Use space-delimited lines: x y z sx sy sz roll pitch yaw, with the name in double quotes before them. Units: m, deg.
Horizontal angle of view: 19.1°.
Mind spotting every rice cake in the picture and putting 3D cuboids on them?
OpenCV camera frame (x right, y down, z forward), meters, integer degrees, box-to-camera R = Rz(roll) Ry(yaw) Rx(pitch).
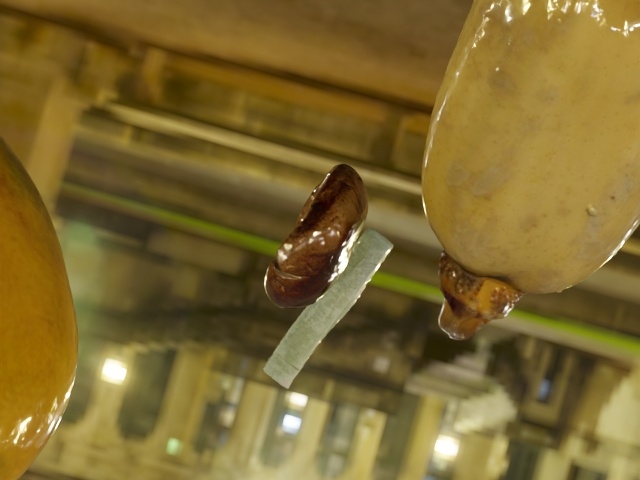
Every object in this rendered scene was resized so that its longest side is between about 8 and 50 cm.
"rice cake" 0.006 0.062 1.719 0.033 0.171 0.029 39 -165 6

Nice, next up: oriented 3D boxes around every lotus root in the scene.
"lotus root" 0.161 -0.076 1.325 0.169 0.343 0.151 17 -148 -5

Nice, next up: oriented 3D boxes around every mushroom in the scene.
"mushroom" 0.000 0.000 1.414 0.052 0.123 0.123 28 177 -2

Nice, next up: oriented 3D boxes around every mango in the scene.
"mango" -0.361 0.034 1.566 0.300 0.446 0.232 -12 147 -26
